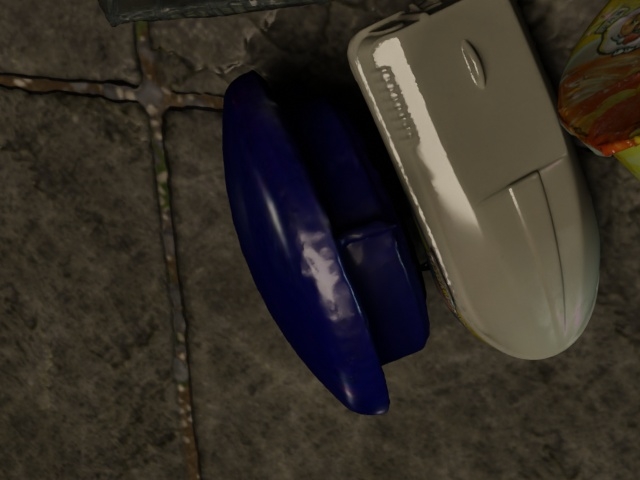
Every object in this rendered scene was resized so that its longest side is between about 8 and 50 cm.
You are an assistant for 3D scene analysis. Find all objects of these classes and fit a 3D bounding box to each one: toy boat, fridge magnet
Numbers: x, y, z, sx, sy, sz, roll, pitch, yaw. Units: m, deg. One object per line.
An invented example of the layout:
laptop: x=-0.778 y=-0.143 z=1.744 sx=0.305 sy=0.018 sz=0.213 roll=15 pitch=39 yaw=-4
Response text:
toy boat: x=0.110 y=-0.047 z=1.015 sx=0.141 sy=0.141 sz=0.269 roll=-6 pitch=117 yaw=25
fridge magnet: x=0.000 y=0.000 z=1.031 sx=0.113 sy=0.265 sz=0.265 roll=-21 pitch=114 yaw=-4

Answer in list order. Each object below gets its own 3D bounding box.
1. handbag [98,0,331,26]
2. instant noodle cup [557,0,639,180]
handbag: x=-0.073 y=-0.248 z=0.999 sx=0.270 sy=0.088 sz=0.175 roll=-1 pitch=112 yaw=23
instant noodle cup: x=0.305 y=-0.083 z=0.852 sx=0.264 sy=0.264 sz=0.200 roll=-29 pitch=115 yaw=33
